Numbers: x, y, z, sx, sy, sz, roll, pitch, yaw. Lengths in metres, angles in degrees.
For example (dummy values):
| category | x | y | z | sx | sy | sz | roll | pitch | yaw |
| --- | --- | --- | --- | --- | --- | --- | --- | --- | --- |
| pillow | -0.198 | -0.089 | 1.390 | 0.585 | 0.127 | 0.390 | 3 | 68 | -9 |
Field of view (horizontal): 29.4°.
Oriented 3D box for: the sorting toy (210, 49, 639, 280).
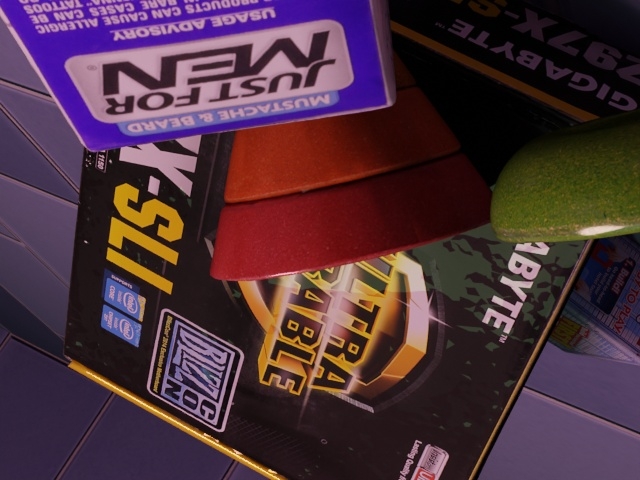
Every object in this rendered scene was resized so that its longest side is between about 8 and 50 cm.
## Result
| category | x | y | z | sx | sy | sz | roll | pitch | yaw |
| --- | --- | --- | --- | --- | --- | --- | --- | --- | --- |
| sorting toy | 0.087 | -0.068 | 0.398 | 0.365 | 0.127 | 0.126 | -8 | 97 | 46 |

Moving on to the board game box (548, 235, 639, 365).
| category | x | y | z | sx | sy | sz | roll | pitch | yaw |
| --- | --- | --- | --- | --- | --- | --- | --- | --- | --- |
| board game box | 0.109 | 0.012 | 0.737 | 0.194 | 0.060 | 0.194 | 33 | 162 | 2 |

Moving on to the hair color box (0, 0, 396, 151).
| category | x | y | z | sx | sy | sz | roll | pitch | yaw |
| --- | --- | --- | --- | --- | --- | --- | --- | --- | --- |
| hair color box | -0.055 | -0.184 | 0.263 | 0.110 | 0.185 | 0.339 | -7 | 154 | 4 |

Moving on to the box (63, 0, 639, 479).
| category | x | y | z | sx | sy | sz | roll | pitch | yaw |
| --- | --- | --- | --- | --- | --- | --- | --- | --- | --- |
| box | 0.000 | 0.000 | 0.636 | 0.257 | 0.079 | 0.322 | 29 | 134 | 12 |
